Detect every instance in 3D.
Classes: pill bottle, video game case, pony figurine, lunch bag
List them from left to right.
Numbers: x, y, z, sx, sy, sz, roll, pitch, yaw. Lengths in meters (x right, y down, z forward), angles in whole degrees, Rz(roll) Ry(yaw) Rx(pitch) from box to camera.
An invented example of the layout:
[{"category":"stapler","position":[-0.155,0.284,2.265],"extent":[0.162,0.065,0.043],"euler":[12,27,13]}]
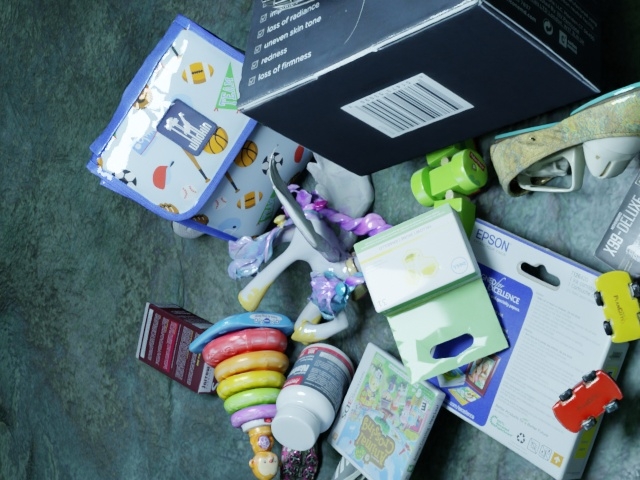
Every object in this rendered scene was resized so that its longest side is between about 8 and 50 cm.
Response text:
[{"category":"lunch bag","position":[-0.200,-0.191,1.948],"extent":[0.239,0.385,0.328],"euler":[39,98,41]},{"category":"pill bottle","position":[-0.017,0.275,1.880],"extent":[0.107,0.180,0.108],"euler":[12,128,15]},{"category":"pony figurine","position":[0.000,0.000,1.882],"extent":[0.363,0.303,0.351],"euler":[-34,94,35]},{"category":"video game case","position":[0.104,0.297,1.786],"extent":[0.212,0.023,0.193],"euler":[32,101,55]}]

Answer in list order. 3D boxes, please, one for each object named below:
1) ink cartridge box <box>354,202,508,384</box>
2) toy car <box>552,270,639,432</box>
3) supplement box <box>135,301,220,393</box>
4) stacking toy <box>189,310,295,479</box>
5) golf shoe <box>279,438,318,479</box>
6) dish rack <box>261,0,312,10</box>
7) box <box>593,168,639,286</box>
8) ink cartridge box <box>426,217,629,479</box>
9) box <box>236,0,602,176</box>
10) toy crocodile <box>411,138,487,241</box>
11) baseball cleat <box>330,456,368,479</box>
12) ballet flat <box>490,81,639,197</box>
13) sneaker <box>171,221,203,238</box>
[{"category":"ink cartridge box","position":[0.169,0.083,1.665],"extent":[0.171,0.056,0.235],"euler":[-24,69,15]},{"category":"toy car","position":[0.456,0.175,1.466],"extent":[0.224,0.053,0.239],"euler":[18,103,17]},{"category":"supplement box","position":[-0.286,0.223,2.255],"extent":[0.239,0.073,0.130],"euler":[21,101,46]},{"category":"stacking toy","position":[-0.122,0.295,1.985],"extent":[0.165,0.175,0.302],"euler":[-36,56,45]},{"category":"golf shoe","position":[-0.036,0.378,1.996],"extent":[0.086,0.067,0.186],"euler":[-118,40,-72]},{"category":"dish rack","position":[0.012,-0.454,1.544],"extent":[0.208,0.074,0.272],"euler":[-7,65,49]},{"category":"box","position":[0.539,-0.046,1.430],"extent":[0.242,0.076,0.308],"euler":[40,113,41]},{"category":"ink cartridge box","position":[0.316,0.160,1.647],"extent":[0.303,0.072,0.307],"euler":[29,105,45]},{"category":"box","position":[0.154,-0.411,1.641],"extent":[0.479,0.297,0.472],"euler":[-17,59,44]},{"category":"toy crocodile","position":[0.213,-0.161,1.775],"extent":[0.115,0.105,0.341],"euler":[-24,64,40]},{"category":"baseball cleat","position":[0.066,0.376,1.889],"extent":[0.206,0.072,0.109],"euler":[-54,37,21]},{"category":"ballet flat","position":[0.382,-0.134,1.559],"extent":[0.348,0.123,0.123],"euler":[-18,72,56]},{"category":"sneaker","position":[-0.243,-0.170,2.240],"extent":[0.180,0.124,0.321],"euler":[35,100,47]}]
